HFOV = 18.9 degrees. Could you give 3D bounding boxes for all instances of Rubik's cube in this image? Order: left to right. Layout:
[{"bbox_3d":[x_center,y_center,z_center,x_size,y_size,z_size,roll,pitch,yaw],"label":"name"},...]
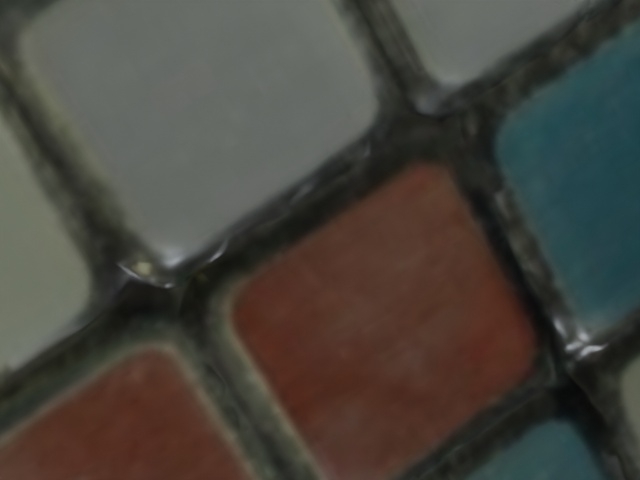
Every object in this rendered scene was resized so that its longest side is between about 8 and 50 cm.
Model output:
[{"bbox_3d":[0.001,0.001,0.479,0.259,0.256,0.253,-33,-68,-13],"label":"Rubik's cube"}]
